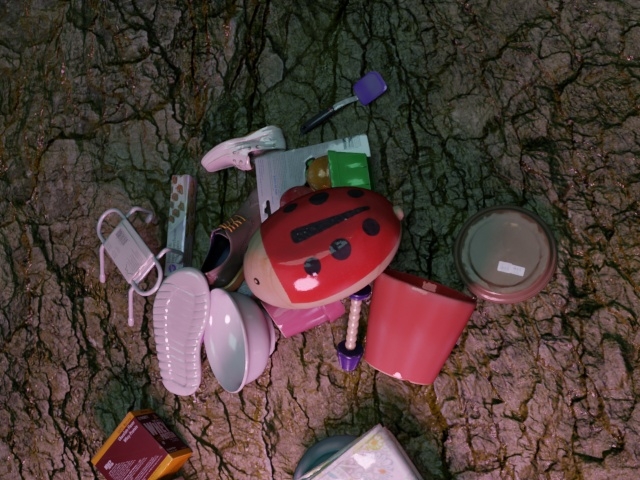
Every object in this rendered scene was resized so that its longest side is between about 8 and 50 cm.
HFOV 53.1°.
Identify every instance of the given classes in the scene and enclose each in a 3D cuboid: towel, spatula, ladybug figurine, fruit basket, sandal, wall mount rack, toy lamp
[{"bbox_3d":[0.137,0.714,1.662,0.320,0.090,0.375,-38,73,7],"label":"towel"},{"bbox_3d":[0.062,-0.414,1.960,0.296,0.030,0.084,-30,73,10],"label":"spatula"},{"bbox_3d":[0.000,0.000,1.641,0.449,0.162,0.305,-26,64,2],"label":"ladybug figurine"},{"bbox_3d":[-0.008,-0.119,1.868,0.352,0.165,0.327,-12,77,19],"label":"fruit basket"},{"bbox_3d":[-0.407,0.260,1.896,0.169,0.102,0.417,13,110,6],"label":"sandal"},{"bbox_3d":[-0.583,0.077,1.972,0.304,0.130,0.350,-48,60,10],"label":"wall mount rack"},{"bbox_3d":[0.090,0.239,1.743,0.080,0.080,0.275,19,125,18],"label":"toy lamp"}]

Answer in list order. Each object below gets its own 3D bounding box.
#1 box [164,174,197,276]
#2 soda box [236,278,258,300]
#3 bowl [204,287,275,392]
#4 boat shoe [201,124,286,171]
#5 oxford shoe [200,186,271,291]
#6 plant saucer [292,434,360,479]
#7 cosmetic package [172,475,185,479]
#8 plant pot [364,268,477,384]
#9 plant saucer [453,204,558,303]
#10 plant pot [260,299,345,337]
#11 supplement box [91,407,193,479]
[{"bbox_3d":[-0.438,-0.044,2.020,0.063,0.067,0.324,-1,79,16],"label":"box"},{"bbox_3d":[-0.159,0.123,1.910,0.183,0.063,0.058,-25,72,11],"label":"soda box"},{"bbox_3d":[-0.221,0.274,1.834,0.297,0.134,0.298,17,111,55],"label":"bowl"},{"bbox_3d":[-0.237,-0.264,1.984,0.276,0.098,0.096,-22,74,10],"label":"boat shoe"},{"bbox_3d":[-0.236,-0.024,1.899,0.129,0.133,0.364,13,70,31],"label":"oxford shoe"},{"bbox_3d":[0.065,0.698,1.754,0.317,0.043,0.318,-3,79,16],"label":"plant saucer"},{"bbox_3d":[-0.418,0.801,1.816,0.183,0.151,0.151,44,93,17],"label":"cosmetic package"},{"bbox_3d":[0.242,0.228,1.685,0.274,0.275,0.243,19,95,18],"label":"plant pot"},{"bbox_3d":[0.503,0.034,1.749,0.277,0.041,0.278,-3,80,15],"label":"plant saucer"},{"bbox_3d":[-0.058,0.169,1.782,0.180,0.201,0.201,-34,72,-8],"label":"plant pot"},{"bbox_3d":[-0.524,0.636,1.888,0.194,0.129,0.191,39,92,18],"label":"supplement box"}]
